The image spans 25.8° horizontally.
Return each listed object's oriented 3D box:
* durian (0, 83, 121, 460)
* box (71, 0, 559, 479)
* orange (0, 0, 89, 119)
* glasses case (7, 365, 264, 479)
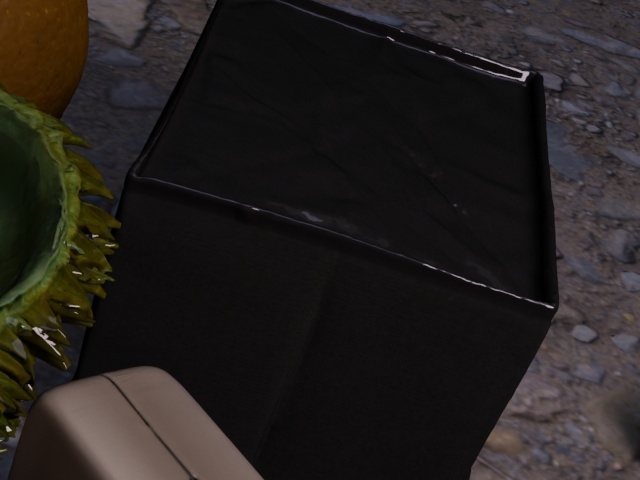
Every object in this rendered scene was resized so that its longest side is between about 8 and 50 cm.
[{"bbox_3d":[-0.218,-0.005,0.696,0.198,0.163,0.394,23,13,-35],"label":"durian"},{"bbox_3d":[0.000,0.001,0.931,0.251,0.204,0.345,19,31,-5],"label":"box"},{"bbox_3d":[-0.293,-0.156,0.942,0.274,0.274,0.274,16,31,-10],"label":"orange"},{"bbox_3d":[-0.034,0.212,0.640,0.076,0.144,0.336,-9,41,-43],"label":"glasses case"}]
